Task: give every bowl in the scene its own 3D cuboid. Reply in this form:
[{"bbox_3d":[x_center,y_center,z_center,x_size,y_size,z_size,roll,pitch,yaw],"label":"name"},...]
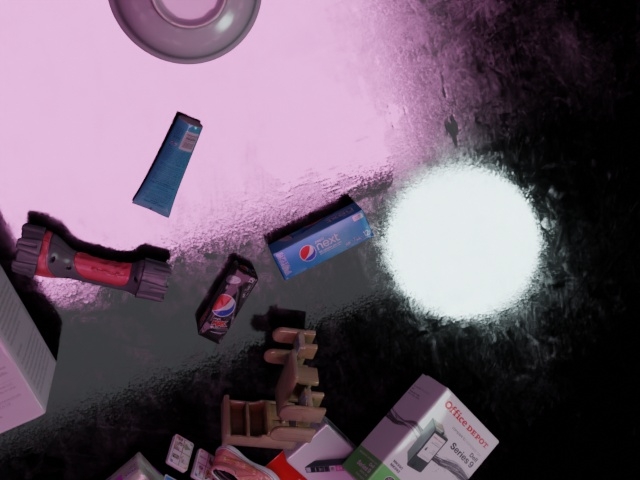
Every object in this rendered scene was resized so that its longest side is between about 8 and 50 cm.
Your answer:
[{"bbox_3d":[-0.246,-0.468,1.656,0.298,0.134,0.297,-3,107,-11],"label":"bowl"}]

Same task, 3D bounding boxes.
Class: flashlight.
[{"bbox_3d":[-0.453,0.047,1.793,0.304,0.103,0.103,13,101,-14],"label":"flashlight"}]

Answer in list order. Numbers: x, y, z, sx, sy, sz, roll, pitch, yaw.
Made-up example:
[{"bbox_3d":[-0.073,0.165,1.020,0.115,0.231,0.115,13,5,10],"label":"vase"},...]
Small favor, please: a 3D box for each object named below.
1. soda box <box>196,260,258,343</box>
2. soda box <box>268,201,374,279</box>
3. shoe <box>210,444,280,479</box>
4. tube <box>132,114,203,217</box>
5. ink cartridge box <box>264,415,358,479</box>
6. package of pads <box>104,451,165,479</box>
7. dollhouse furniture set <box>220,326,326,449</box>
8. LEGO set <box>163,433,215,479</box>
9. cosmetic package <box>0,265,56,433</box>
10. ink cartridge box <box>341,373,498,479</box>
[{"bbox_3d":[-0.197,0.131,1.893,0.053,0.060,0.169,28,100,-17],"label":"soda box"},{"bbox_3d":[0.000,0.000,1.886,0.210,0.071,0.067,-26,110,-3],"label":"soda box"},{"bbox_3d":[-0.167,0.534,1.999,0.178,0.081,0.063,38,118,-11],"label":"shoe"},{"bbox_3d":[-0.300,-0.147,1.793,0.080,0.052,0.207,24,106,-13],"label":"tube"},{"bbox_3d":[0.008,0.572,2.077,0.239,0.060,0.275,-43,110,2],"label":"ink cartridge box"},{"bbox_3d":[-0.395,0.650,1.994,0.229,0.101,0.296,-39,110,2],"label":"package of pads"},{"bbox_3d":[-0.107,0.331,1.900,0.161,0.212,0.242,8,132,-16],"label":"dollhouse furniture set"},{"bbox_3d":[-0.277,0.564,1.935,0.182,0.244,0.060,36,124,-20],"label":"LEGO set"},{"bbox_3d":[-0.686,0.129,1.702,0.162,0.230,0.453,-24,110,-3],"label":"cosmetic package"},{"bbox_3d":[0.227,0.481,2.025,0.289,0.121,0.211,-48,112,-10],"label":"ink cartridge box"}]
